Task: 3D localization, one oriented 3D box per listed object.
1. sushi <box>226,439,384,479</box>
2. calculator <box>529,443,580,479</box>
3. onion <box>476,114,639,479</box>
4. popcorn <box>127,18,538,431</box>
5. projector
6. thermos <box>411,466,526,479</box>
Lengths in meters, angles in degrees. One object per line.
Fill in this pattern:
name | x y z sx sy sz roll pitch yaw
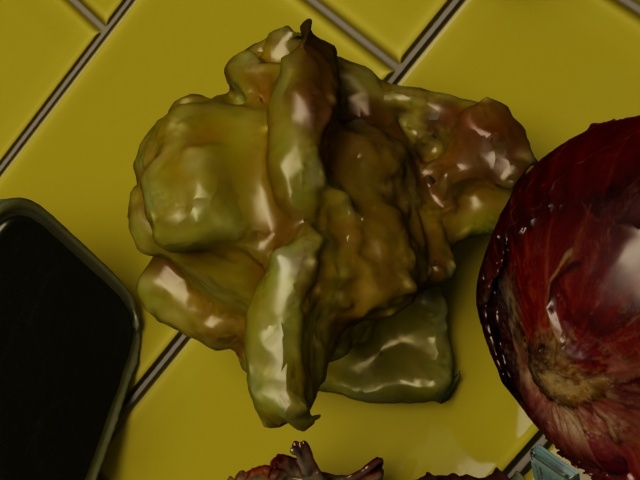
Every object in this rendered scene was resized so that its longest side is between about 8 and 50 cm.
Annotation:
sushi | -0.058 0.315 0.914 0.130 0.124 0.332 15 83 59
calculator | 0.183 0.230 0.812 0.018 0.172 0.057 -23 23 -20
onion | 0.244 0.046 0.776 0.276 0.276 0.276 -8 73 26
popcorn | -0.009 0.007 0.914 0.290 0.326 0.321 5 51 52
projector | -0.354 0.112 1.043 0.249 0.248 0.248 -1 58 28
thermos | 0.056 0.239 0.810 0.232 0.099 0.124 -29 22 -6
